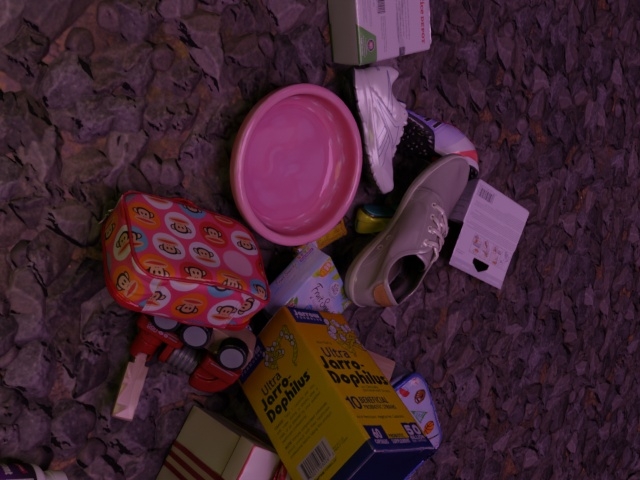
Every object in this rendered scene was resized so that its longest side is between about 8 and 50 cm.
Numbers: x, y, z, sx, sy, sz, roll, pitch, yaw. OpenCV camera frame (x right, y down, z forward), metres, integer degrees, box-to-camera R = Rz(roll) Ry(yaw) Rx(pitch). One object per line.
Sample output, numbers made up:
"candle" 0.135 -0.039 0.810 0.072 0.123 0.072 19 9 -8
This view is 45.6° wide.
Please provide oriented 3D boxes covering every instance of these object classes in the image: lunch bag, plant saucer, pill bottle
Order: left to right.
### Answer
"pill bottle" -0.538 0.437 1.301 0.193 0.108 0.108 14 93 -43
"lunch bag" -0.244 0.021 1.370 0.293 0.258 0.120 18 127 -36
"plant saucer" -0.058 -0.158 1.573 0.332 0.084 0.332 -14 111 -38
"lunch bag" 0.185 0.486 1.953 0.243 0.115 0.303 -35 122 -27

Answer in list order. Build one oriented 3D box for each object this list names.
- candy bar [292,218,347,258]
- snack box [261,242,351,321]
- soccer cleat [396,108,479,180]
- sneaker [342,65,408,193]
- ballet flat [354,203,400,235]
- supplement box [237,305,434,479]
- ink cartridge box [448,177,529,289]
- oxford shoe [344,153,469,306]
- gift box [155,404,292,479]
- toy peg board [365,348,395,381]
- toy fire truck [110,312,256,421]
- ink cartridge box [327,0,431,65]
"candy bar" 0.000 0.000 1.713 0.161 0.018 0.040 -30 117 -31
"snack box" -0.032 0.131 1.639 0.174 0.070 0.207 -46 148 -15
"soccer cleat" 0.266 -0.251 1.837 0.318 0.108 0.116 26 55 -35
"sneaker" 0.137 -0.244 1.679 0.129 0.111 0.297 -16 117 -11
"ballet flat" 0.172 -0.046 1.826 0.231 0.077 0.077 -1 124 -39
"supplement box" 0.016 0.326 1.496 0.194 0.356 0.195 14 121 -48
"ink cartridge box" 0.444 -0.017 2.072 0.275 0.060 0.239 24 87 -43
"oxford shoe" 0.229 -0.016 1.720 0.449 0.130 0.169 -50 135 -23
"gift box" -0.148 0.504 1.563 0.276 0.258 0.255 27 84 -41
"toy peg board" 0.070 0.337 1.803 0.161 0.079 0.161 23 69 -2
"toy fire truck" -0.272 0.231 1.439 0.217 0.158 0.246 33 112 -13
"ink cartridge box" 0.130 -0.476 1.642 0.219 0.092 0.160 -21 116 -36
